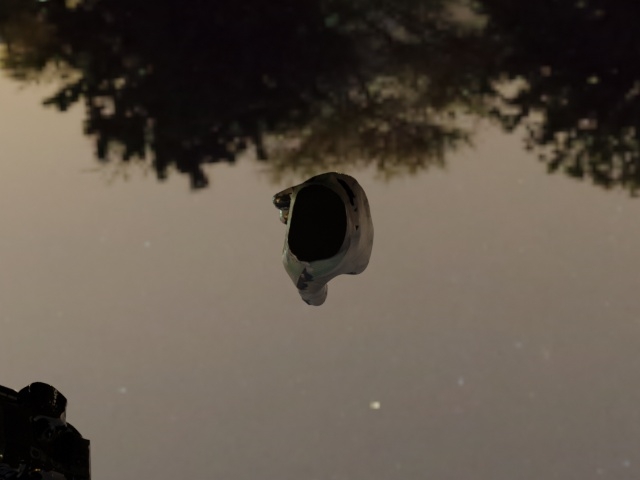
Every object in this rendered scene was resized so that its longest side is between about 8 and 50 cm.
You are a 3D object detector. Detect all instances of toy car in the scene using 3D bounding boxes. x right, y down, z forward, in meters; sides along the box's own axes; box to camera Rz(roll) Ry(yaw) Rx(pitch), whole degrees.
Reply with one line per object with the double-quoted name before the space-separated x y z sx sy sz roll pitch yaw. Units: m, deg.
"toy car" -0.435 0.266 1.726 0.301 0.118 0.193 29 -149 -32

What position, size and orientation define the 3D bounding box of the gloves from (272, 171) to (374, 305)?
"gloves" 0.007 -0.005 1.398 0.111 0.127 0.212 -20 173 10
